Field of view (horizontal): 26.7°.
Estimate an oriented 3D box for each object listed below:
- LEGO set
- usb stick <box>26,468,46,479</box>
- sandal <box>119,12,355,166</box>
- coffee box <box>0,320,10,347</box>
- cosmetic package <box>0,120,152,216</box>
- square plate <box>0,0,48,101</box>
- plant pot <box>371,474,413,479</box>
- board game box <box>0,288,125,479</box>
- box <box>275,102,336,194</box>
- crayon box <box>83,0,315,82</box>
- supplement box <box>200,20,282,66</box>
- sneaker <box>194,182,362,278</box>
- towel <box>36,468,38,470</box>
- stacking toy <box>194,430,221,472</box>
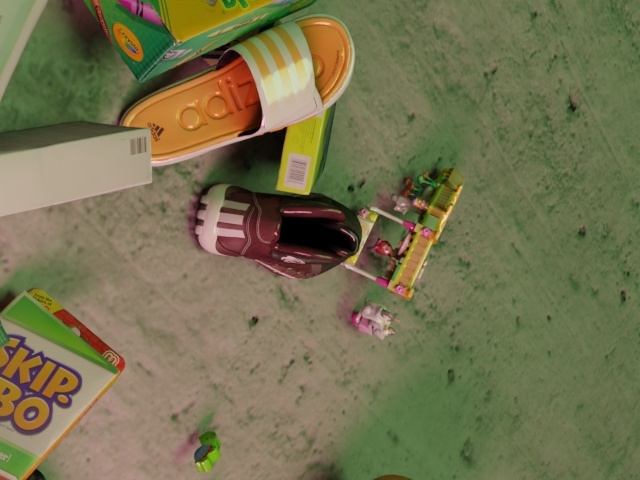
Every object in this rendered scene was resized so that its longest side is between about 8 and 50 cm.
[{"bbox_3d":[0.104,-0.019,1.770,0.132,0.107,0.287,106,10,-60],"label":"LEGO set"},{"bbox_3d":[-0.257,0.335,1.344,0.077,0.045,0.278,-52,138,-36],"label":"usb stick"},{"bbox_3d":[-0.079,-0.147,1.379,0.265,0.076,0.102,-27,94,-7],"label":"sandal"},{"bbox_3d":[-0.369,0.088,1.168,0.184,0.040,0.113,-39,109,-42],"label":"coffee box"},{"bbox_3d":[-0.273,-0.064,1.238,0.239,0.099,0.060,-17,113,-49],"label":"cosmetic package"},{"bbox_3d":[-0.336,-0.236,1.061,0.344,0.049,0.347,54,35,-40],"label":"square plate"},{"bbox_3d":[0.041,0.449,1.655,0.239,0.254,0.254,-21,115,-31],"label":"plant pot"},{"bbox_3d":[-0.299,0.158,1.244,0.124,0.039,0.259,40,53,1],"label":"board game box"},{"bbox_3d":[-0.013,-0.120,1.528,0.178,0.042,0.109,-66,167,-77],"label":"box"},{"bbox_3d":[-0.116,-0.284,1.350,0.278,0.081,0.165,-34,89,-44],"label":"crayon box"},{"bbox_3d":[-0.072,-0.204,1.482,0.083,0.083,0.056,41,63,-47],"label":"supplement box"},{"bbox_3d":[0.000,0.000,1.553,0.281,0.162,0.106,4,94,-53],"label":"sneaker"},{"bbox_3d":[-0.366,0.334,1.248,0.336,0.040,0.243,-51,134,-34],"label":"towel"},{"bbox_3d":[-0.154,0.345,1.523,0.221,0.052,0.167,-53,136,-35],"label":"stacking toy"}]
